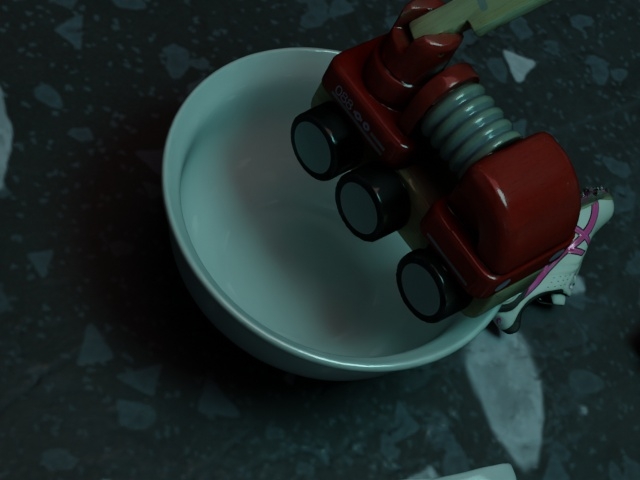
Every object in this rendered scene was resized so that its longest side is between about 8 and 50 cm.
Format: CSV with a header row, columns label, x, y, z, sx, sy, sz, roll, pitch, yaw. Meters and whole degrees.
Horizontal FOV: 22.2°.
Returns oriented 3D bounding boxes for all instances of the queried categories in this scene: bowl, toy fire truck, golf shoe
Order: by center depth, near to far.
label,x,y,z,sx,sy,sz,roll,pitch,yaw
toy fire truck,0.122,-0.095,1.189,0.158,0.246,0.217,-26,71,-32
bowl,0.000,0.000,1.317,0.298,0.134,0.297,10,56,-15
golf shoe,0.199,0.014,1.439,0.186,0.067,0.086,-31,101,-34

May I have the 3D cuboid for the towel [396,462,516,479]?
label,x,y,z,sx,sy,sz,roll,pitch,yaw
towel,0.044,0.326,1.178,0.332,0.053,0.317,-5,61,-23
